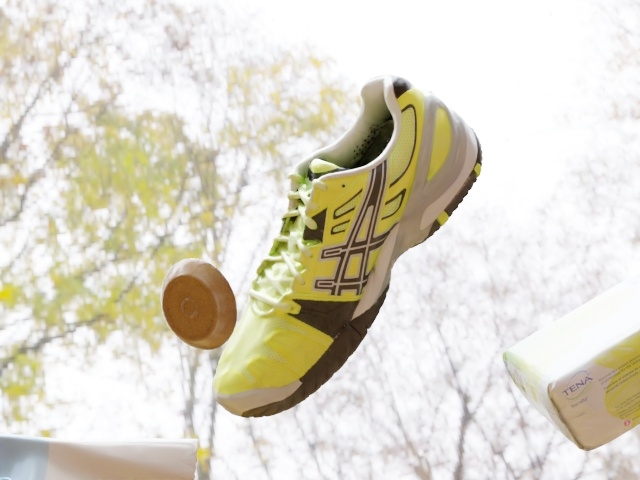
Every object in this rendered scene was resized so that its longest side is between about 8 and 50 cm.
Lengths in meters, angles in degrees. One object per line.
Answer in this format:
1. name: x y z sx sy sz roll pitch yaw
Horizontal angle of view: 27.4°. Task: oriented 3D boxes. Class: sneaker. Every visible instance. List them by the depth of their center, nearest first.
1. sneaker: 0.000 0.000 1.317 0.147 0.145 0.385 43 -105 -35

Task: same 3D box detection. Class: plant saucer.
1. plant saucer: -0.111 0.058 1.150 0.083 0.083 0.015 -50 -16 31

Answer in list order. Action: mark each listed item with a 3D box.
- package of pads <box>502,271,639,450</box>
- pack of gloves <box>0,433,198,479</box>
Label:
1. package of pads: 0.373 0.113 1.502 0.296 0.229 0.101 -31 -83 -1
2. pack of gloves: -0.193 0.188 0.743 0.232 0.195 0.046 2 -36 1
